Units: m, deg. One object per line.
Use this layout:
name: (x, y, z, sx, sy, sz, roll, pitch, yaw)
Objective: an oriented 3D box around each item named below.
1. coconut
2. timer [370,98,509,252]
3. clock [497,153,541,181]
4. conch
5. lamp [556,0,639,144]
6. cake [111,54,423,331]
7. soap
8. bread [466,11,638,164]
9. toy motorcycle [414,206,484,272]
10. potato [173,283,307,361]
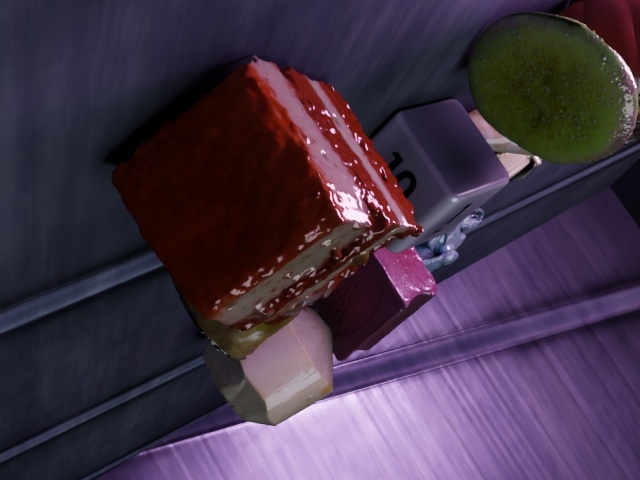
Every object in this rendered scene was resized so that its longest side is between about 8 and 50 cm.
coconut: (-0.107, 0.275, 2.487, 0.323, 0.323, 0.323, -31, 167, -8)
timer: (0.189, -0.119, 1.916, 0.194, 0.192, 0.195, -20, 163, -45)
clock: (0.402, -0.178, 2.415, 0.276, 0.120, 0.379, -34, 173, 24)
conch: (0.353, -0.238, 2.103, 0.255, 0.127, 0.158, 3, 179, -33)
lamp: (0.501, -0.298, 1.796, 0.303, 0.256, 0.303, -8, 165, -2)
cake: (-0.070, -0.050, 1.388, 0.269, 0.270, 0.319, -37, 165, 19)
soap: (0.105, 0.116, 2.527, 0.128, 0.233, 0.359, -22, 164, -35)
bread: (0.373, -0.240, 1.699, 0.045, 0.301, 0.301, -54, -179, -33)
toy motorcycle: (0.290, -0.013, 2.721, 0.206, 0.154, 0.260, 18, 125, -44)
potato: (-0.102, 0.049, 1.825, 0.266, 0.229, 0.229, -33, 168, 21)
